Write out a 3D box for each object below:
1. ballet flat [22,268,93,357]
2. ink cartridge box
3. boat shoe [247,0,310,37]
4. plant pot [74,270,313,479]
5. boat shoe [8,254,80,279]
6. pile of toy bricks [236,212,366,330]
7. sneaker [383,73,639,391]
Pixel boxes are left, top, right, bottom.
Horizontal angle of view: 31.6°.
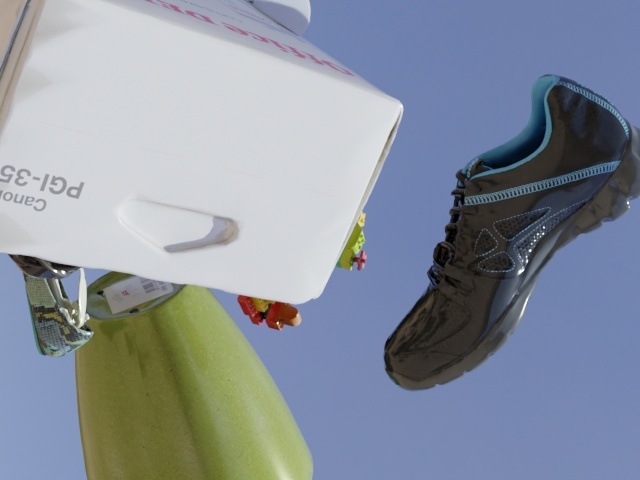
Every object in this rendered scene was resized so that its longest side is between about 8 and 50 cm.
[{"bbox_3d":[-0.275,0.022,1.144,0.070,0.070,0.189,-15,-87,59],"label":"ballet flat"},{"bbox_3d":[-0.120,-0.095,0.602,0.283,0.207,0.117,42,-68,48],"label":"ink cartridge box"},{"bbox_3d":[-0.111,-0.211,0.940,0.076,0.228,0.080,26,-71,43],"label":"boat shoe"},{"bbox_3d":[-0.175,0.179,1.328,0.274,0.274,0.294,26,-43,55],"label":"plant pot"},{"bbox_3d":[-0.190,-0.006,0.813,0.223,0.080,0.073,19,-98,57],"label":"boat shoe"},{"bbox_3d":[0.000,0.000,1.156,0.105,0.212,0.118,13,-28,21],"label":"pile of toy bricks"},{"bbox_3d":[0.161,-0.007,1.091,0.341,0.139,0.125,-50,-159,6],"label":"sneaker"}]
